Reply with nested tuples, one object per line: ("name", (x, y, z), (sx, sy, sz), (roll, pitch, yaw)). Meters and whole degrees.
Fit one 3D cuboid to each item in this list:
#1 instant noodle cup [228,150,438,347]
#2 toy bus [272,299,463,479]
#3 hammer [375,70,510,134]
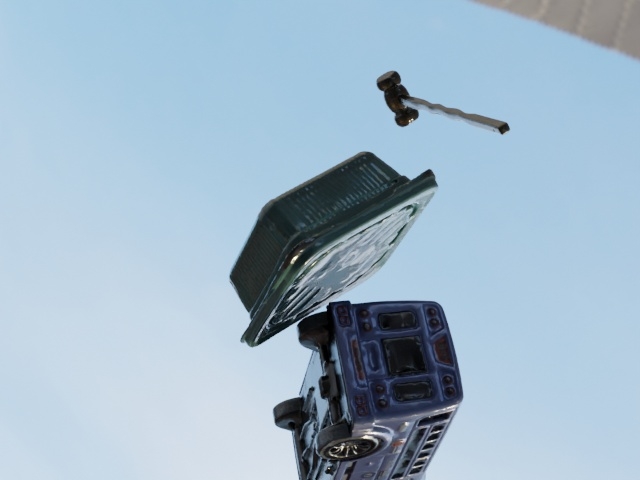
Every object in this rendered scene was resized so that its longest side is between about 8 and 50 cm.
("instant noodle cup", (0.000, 0.000, 1.372), (0.070, 0.179, 0.157), (48, -39, 14))
("toy bus", (0.040, 0.162, 1.469), (0.292, 0.133, 0.126), (105, -23, -61))
("hammer", (0.122, -0.125, 1.604), (0.058, 0.029, 0.292), (59, -10, -19))
